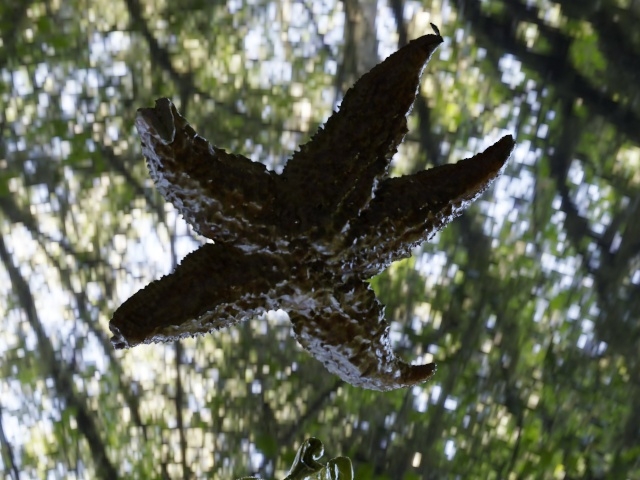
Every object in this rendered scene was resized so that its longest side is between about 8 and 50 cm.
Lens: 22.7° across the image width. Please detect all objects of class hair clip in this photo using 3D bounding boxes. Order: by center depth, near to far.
[{"bbox_3d":[-0.038,0.180,1.058,0.046,0.072,0.173,28,-153,22],"label":"hair clip"}]

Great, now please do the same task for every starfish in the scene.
[{"bbox_3d":[0.001,0.000,0.816,0.227,0.240,0.043,-38,-143,-1],"label":"starfish"}]
